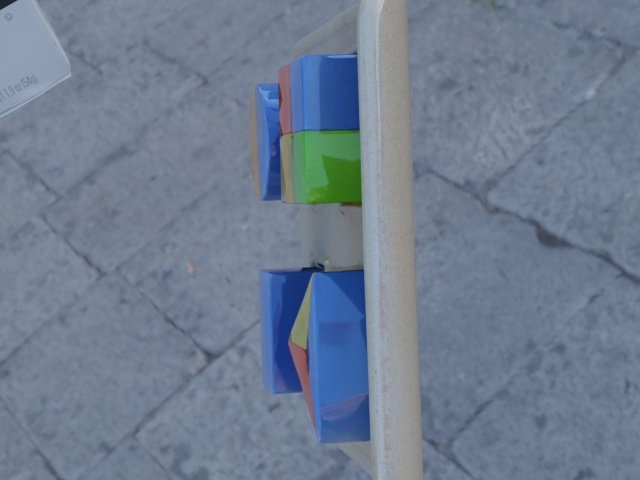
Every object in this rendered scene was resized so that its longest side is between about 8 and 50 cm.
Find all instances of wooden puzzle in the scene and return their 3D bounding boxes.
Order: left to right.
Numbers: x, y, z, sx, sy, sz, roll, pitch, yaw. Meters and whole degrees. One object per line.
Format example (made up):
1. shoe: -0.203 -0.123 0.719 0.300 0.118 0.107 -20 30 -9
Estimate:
1. wooden puzzle: 0.000 0.000 0.829 0.080 0.322 0.348 -3 3 -8

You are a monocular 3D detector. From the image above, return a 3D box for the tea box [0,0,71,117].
1. tea box: -0.389 -0.264 0.880 0.220 0.324 0.329 -31 40 -5
